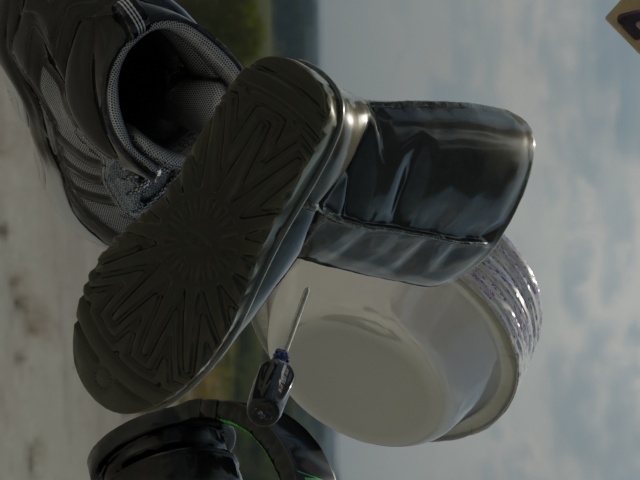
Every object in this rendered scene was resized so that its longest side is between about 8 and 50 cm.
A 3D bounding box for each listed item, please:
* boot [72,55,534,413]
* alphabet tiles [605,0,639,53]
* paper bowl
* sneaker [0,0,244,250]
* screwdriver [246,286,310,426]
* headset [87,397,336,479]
[{"bbox_3d":[0.001,0.002,0.714,0.189,0.076,0.208,-50,159,15],"label":"boot"},{"bbox_3d":[0.440,-0.280,1.444,0.285,0.342,0.011,51,24,22],"label":"alphabet tiles"},{"bbox_3d":[0.062,0.088,1.490,0.284,0.284,0.148,90,23,-45],"label":"paper bowl"},{"bbox_3d":[-0.105,-0.058,0.914,0.153,0.101,0.268,33,-25,40],"label":"sneaker"},{"bbox_3d":[-0.023,0.062,0.913,0.170,0.025,0.024,-81,-169,-65],"label":"screwdriver"},{"bbox_3d":[-0.118,0.264,1.318,0.185,0.394,0.243,14,75,-46],"label":"headset"}]
